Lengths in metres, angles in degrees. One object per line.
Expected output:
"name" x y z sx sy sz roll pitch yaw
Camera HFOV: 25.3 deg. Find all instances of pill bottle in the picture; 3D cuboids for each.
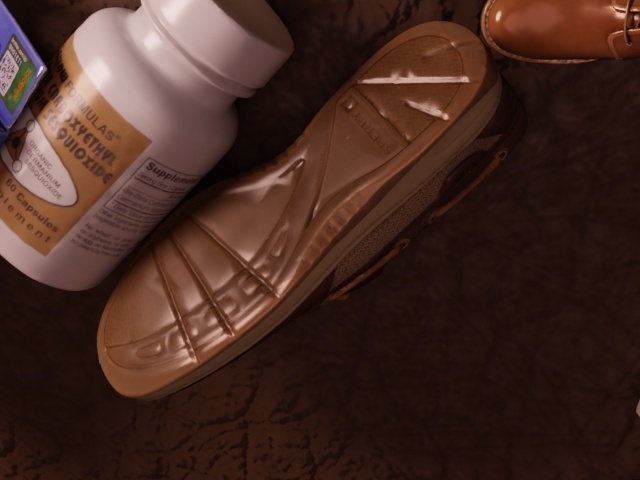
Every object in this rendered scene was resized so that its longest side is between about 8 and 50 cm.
"pill bottle" -0.131 -0.084 0.979 0.131 0.131 0.229 44 109 -6

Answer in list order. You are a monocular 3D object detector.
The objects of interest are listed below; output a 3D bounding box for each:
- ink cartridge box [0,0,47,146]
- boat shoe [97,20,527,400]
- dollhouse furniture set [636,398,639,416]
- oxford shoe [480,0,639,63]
"ink cartridge box" -0.321 -0.054 1.004 0.311 0.065 0.186 -51 50 18
"boat shoe" 0.000 0.000 0.985 0.342 0.123 0.123 -43 141 6
"dollhouse furniture set" 0.396 0.169 0.987 0.303 0.198 0.286 10 111 -18
"oxford shoe" 0.208 -0.152 0.931 0.212 0.076 0.076 -5 109 13
